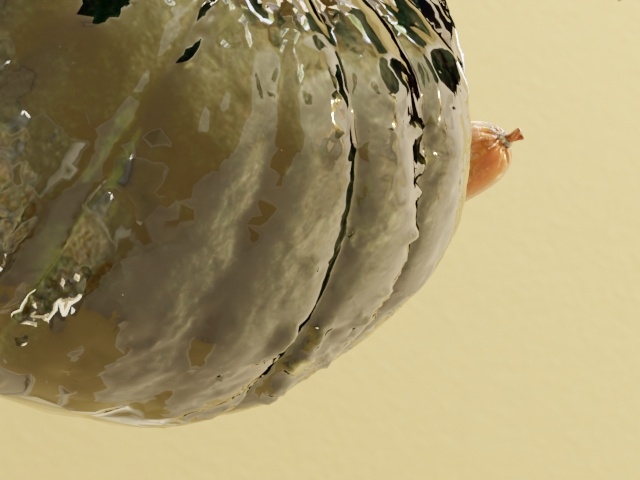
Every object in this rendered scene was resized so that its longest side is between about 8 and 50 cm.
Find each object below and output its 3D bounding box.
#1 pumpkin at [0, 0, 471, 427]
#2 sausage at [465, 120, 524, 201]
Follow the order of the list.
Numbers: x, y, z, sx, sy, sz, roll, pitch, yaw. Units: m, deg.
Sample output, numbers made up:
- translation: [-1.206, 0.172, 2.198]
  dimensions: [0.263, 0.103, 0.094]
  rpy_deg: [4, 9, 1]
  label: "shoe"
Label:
- translation: [-0.058, -0.048, 0.548]
  dimensions: [0.162, 0.220, 0.220]
  rpy_deg: [-47, -171, 39]
  label: "pumpkin"
- translation: [0.000, 0.000, 1.368]
  dimensions: [0.348, 0.053, 0.053]
  rpy_deg: [-29, -164, 22]
  label: "sausage"
